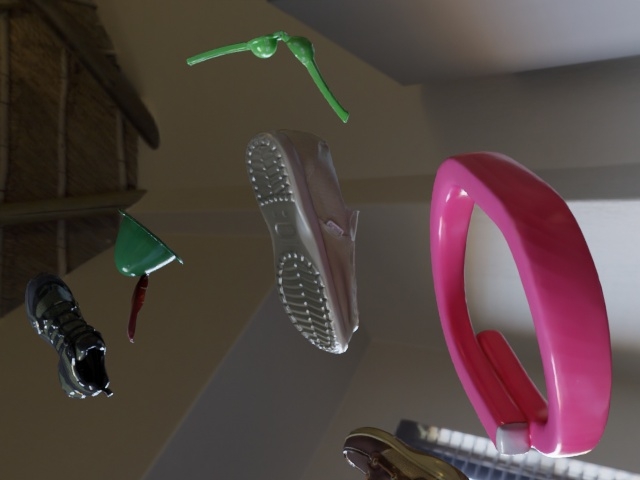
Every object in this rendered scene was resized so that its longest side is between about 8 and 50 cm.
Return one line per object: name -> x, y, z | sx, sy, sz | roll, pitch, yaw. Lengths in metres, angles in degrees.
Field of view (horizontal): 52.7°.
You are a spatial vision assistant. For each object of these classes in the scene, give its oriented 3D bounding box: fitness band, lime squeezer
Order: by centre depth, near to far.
fitness band -> 0.142, 0.041, 0.524 | 0.291, 0.054, 0.209 | -104, 6, -69
lime squeezer -> -0.079, -0.311, 1.125 | 0.059, 0.310, 0.110 | -53, -17, -60

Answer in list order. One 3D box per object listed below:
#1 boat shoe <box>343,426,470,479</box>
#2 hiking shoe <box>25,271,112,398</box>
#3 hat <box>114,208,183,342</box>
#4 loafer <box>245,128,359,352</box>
boat shoe -> 0.130, 0.438, 1.166 | 0.123, 0.342, 0.123 | -43, -67, -25
hiking shoe -> -0.402, 0.152, 1.067 | 0.086, 0.114, 0.227 | -34, -72, -49
hat -> -0.397, 0.059, 1.305 | 0.173, 0.208, 0.183 | 43, -101, -22
loafer -> 0.000, 0.000, 0.720 | 0.092, 0.102, 0.269 | -27, -66, -34
